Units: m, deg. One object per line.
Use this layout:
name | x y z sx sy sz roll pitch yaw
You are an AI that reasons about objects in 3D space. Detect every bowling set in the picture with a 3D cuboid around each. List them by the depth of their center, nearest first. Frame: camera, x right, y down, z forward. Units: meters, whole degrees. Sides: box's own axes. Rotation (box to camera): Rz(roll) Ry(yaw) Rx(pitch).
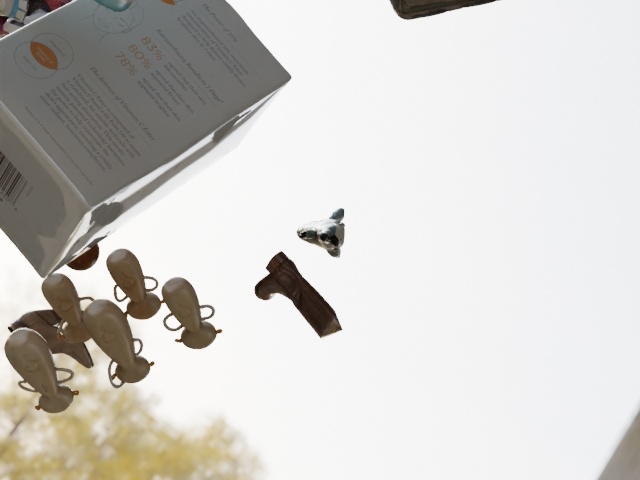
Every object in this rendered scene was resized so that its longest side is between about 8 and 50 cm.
bowling set | -0.282 0.092 2.172 0.154 0.287 0.200 69 7 -45

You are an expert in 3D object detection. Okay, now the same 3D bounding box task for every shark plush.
shark plush | 0.000 0.000 2.283 0.067 0.073 0.161 5 15 -3

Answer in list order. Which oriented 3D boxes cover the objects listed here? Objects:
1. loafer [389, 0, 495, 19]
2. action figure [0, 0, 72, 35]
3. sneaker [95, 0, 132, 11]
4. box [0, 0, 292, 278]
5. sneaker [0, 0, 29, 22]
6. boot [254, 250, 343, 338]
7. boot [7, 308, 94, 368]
loafer | 0.208 -0.326 1.920 0.267 0.096 0.084 -10 -34 1
action figure | -0.447 -0.383 2.274 0.370 0.248 0.275 57 14 20
sneaker | -0.272 -0.407 1.641 0.319 0.208 0.127 37 10 -13
box | -0.239 -0.152 1.829 0.215 0.345 0.168 49 -40 5
sneaker | -0.408 -0.374 2.056 0.083 0.191 0.071 7 24 -13
boot | -0.024 0.079 1.864 0.114 0.037 0.106 46 -26 13
boot | -0.388 0.149 2.281 0.118 0.087 0.042 53 -32 22
